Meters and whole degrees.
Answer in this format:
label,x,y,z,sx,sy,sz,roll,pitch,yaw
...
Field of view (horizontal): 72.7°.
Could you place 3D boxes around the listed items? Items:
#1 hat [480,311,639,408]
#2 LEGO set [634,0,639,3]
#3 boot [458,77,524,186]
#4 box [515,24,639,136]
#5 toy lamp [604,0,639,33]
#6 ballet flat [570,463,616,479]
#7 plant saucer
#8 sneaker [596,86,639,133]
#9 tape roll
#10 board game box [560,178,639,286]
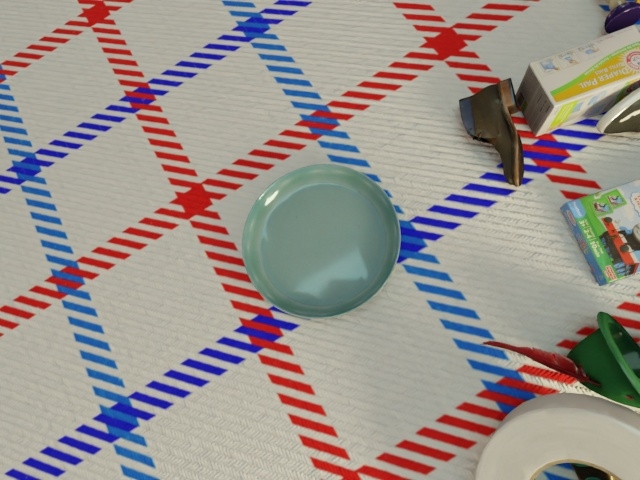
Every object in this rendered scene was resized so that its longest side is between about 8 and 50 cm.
label,x,y,z,sx,sy,sz,roll,pitch,yaw
hat,0.430,0.229,0.723,0.183,0.173,0.209,-41,54,33
LEGO set,0.662,-0.562,0.871,0.087,0.093,0.227,-10,59,16
boot,0.341,-0.205,0.869,0.106,0.082,0.219,-9,75,31
box,0.503,-0.301,0.833,0.203,0.114,0.103,-19,72,3
toy lamp,0.588,-0.570,0.919,0.080,0.080,0.275,-12,74,7
ballet flat,0.437,0.352,0.684,0.073,0.080,0.232,-12,72,-23
plant saucer,0.000,0.000,0.874,0.317,0.044,0.318,-3,72,9
sneaker,0.670,-0.220,0.782,0.295,0.104,0.147,-17,66,0
tape roll,0.371,0.370,0.611,0.286,0.100,0.286,-3,85,32
board game box,0.573,-0.027,0.778,0.211,0.039,0.160,-18,71,4
